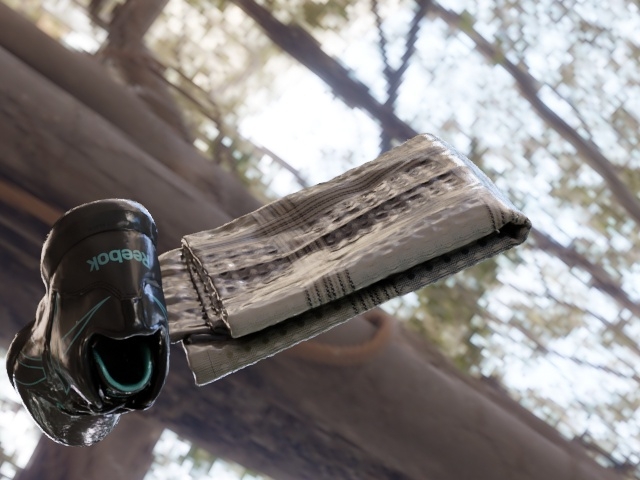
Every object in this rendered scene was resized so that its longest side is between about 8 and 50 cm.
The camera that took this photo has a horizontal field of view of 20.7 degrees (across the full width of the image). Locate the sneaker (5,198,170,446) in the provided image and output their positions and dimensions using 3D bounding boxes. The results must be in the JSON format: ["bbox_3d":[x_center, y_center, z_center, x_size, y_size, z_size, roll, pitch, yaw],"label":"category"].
[{"bbox_3d":[-0.164,0.087,1.245,0.267,0.101,0.106,106,-32,-52],"label":"sneaker"}]

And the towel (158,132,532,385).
[{"bbox_3d":[0.000,0.000,1.597,0.324,0.056,0.312,-25,-159,-3],"label":"towel"}]
